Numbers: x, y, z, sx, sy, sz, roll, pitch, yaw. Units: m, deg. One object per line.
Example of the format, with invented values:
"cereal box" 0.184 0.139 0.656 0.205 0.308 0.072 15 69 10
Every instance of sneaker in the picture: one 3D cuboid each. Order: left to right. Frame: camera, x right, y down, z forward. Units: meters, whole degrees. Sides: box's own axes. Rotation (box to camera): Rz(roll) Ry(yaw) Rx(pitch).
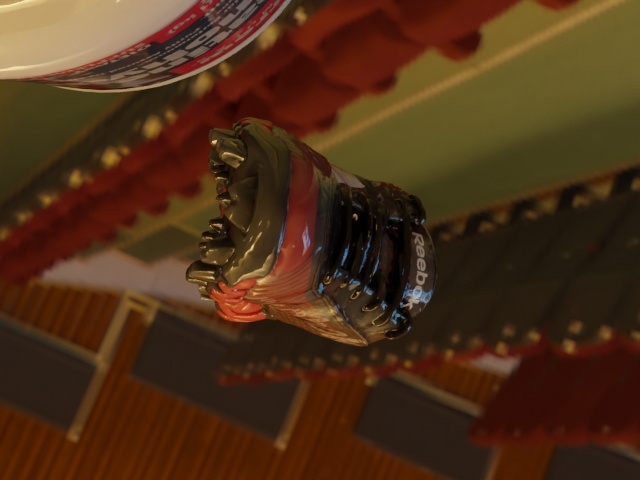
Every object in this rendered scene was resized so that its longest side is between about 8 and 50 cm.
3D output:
"sneaker" 0.000 0.000 0.891 0.135 0.097 0.276 10 172 1

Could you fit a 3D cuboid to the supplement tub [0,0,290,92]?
"supplement tub" -0.091 -0.151 0.601 0.191 0.191 0.272 22 -175 3
